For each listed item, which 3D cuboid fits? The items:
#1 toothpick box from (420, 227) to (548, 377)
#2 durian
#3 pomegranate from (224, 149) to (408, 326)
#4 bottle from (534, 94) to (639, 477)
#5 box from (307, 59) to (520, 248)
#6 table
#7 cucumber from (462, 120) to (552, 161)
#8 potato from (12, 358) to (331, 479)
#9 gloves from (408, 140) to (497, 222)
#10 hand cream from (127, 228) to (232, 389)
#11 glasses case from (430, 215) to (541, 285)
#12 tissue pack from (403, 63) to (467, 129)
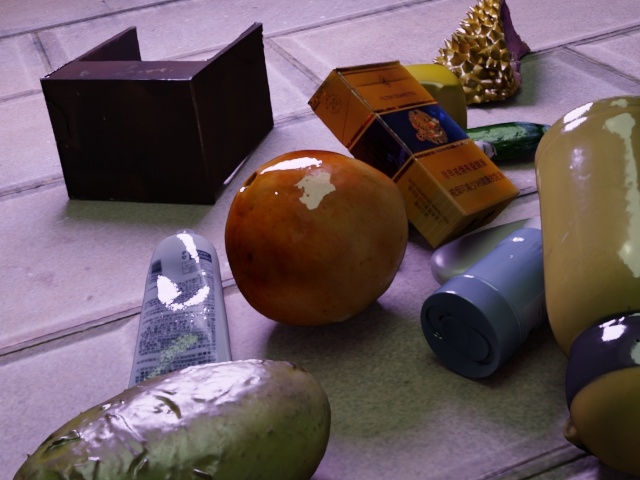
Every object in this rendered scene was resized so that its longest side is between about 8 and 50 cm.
[{"bbox_3d":[0.189,0.063,0.977,0.101,0.101,0.153,21,39,39],"label":"toothpick box"},{"bbox_3d":[0.269,-0.323,1.617,0.186,0.154,0.260,-29,19,13],"label":"durian"},{"bbox_3d":[-0.005,-0.002,1.035,0.209,0.209,0.209,-6,30,3],"label":"pomegranate"},{"bbox_3d":[0.294,0.046,0.860,0.171,0.172,0.351,-2,53,9],"label":"bottle"},{"bbox_3d":[0.114,-0.111,1.123,0.237,0.070,0.152,48,35,15],"label":"box"},{"bbox_3d":[-0.239,-0.207,1.455,0.250,0.196,0.282,2,29,18],"label":"table"},{"bbox_3d":[0.241,-0.138,1.356,0.250,0.056,0.056,-7,30,2],"label":"cucumber"},{"bbox_3d":[-0.121,0.195,0.793,0.298,0.141,0.176,-16,44,-28],"label":"potato"},{"bbox_3d":[0.162,-0.096,1.256,0.212,0.111,0.127,-34,36,-27],"label":"gloves"},{"bbox_3d":[-0.154,0.098,1.050,0.124,0.078,0.341,-7,38,-1],"label":"hand cream"},{"bbox_3d":[0.223,0.014,1.102,0.193,0.049,0.074,-17,31,-13],"label":"glasses case"},{"bbox_3d":[0.124,-0.199,1.415,0.178,0.123,0.127,-15,35,-10],"label":"tissue pack"}]
